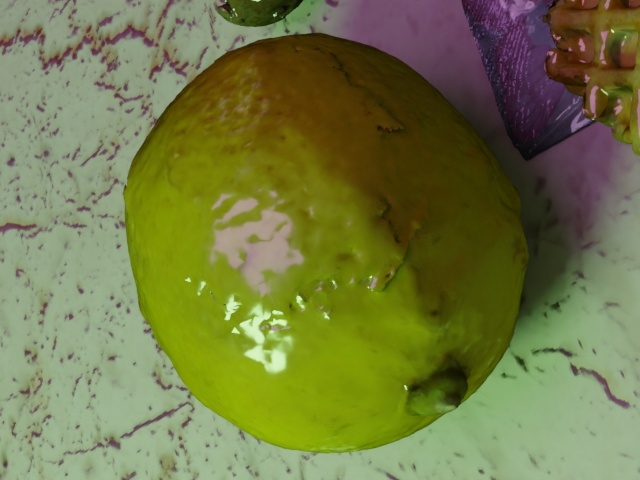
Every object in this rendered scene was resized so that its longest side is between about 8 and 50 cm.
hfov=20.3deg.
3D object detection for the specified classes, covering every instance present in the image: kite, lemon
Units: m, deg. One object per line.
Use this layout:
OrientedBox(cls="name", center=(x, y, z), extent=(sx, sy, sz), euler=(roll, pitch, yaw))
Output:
OrientedBox(cls="kite", center=(0.132, -0.237, 1.217), extent=(0.204, 0.022, 0.360), euler=(-46, 56, 30))
OrientedBox(cls="lemon", center=(-0.001, -0.002, 1.159), extent=(0.260, 0.260, 0.284), euler=(-31, 65, 38))

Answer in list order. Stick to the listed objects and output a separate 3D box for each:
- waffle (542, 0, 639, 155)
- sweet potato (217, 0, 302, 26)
OrientedBox(cls="waffle", center=(0.241, -0.152, 1.073), extent=(0.238, 0.058, 0.243), euler=(-53, 53, 30))
OrientedBox(cls="sweet potato", center=(-0.009, -0.280, 1.310), extent=(0.075, 0.075, 0.273), euler=(42, 122, 40))
